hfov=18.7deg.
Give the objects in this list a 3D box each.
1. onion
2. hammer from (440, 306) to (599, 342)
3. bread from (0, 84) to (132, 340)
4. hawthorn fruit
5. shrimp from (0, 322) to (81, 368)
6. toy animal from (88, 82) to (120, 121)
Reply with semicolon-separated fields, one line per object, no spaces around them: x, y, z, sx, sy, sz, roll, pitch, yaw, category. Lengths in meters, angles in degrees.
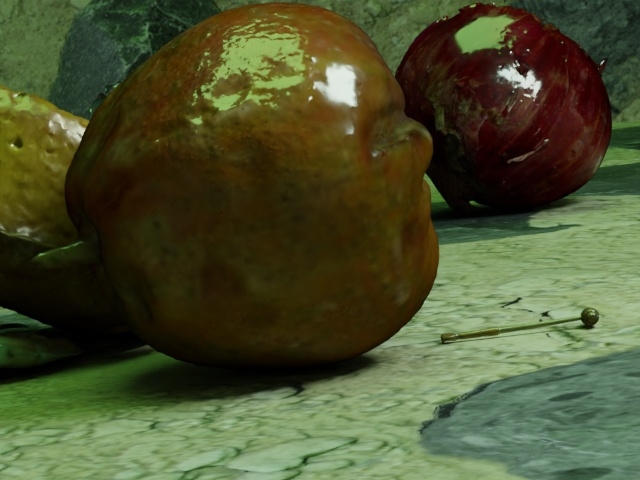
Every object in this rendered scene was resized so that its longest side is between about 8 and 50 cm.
0.214;-0.154;2.357;0.276;0.276;0.276;-6;6;1;onion
0.152;0.066;1.476;0.123;0.014;0.029;-9;-2;-4;hammer
-0.255;-0.028;1.625;0.312;0.172;0.312;20;-6;2;bread
-0.069;-0.023;1.414;0.298;0.277;0.277;-18;10;-16;hawthorn fruit
-0.272;0.082;1.600;0.144;0.052;0.251;8;6;-10;shrimp
-0.155;-0.114;2.632;0.310;0.182;0.247;3;11;9;toy animal
